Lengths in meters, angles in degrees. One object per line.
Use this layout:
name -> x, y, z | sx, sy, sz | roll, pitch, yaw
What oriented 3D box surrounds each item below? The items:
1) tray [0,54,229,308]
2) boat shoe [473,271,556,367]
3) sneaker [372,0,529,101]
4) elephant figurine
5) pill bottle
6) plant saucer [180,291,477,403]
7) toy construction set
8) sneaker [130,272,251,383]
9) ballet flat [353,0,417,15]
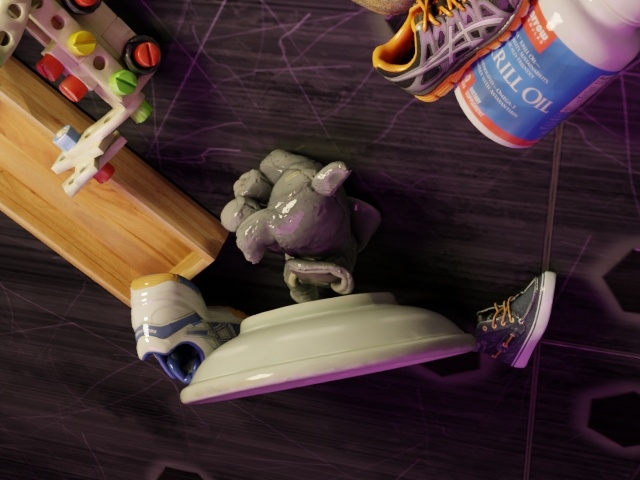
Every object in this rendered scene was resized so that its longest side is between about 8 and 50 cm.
tray -> -0.349, -0.076, 1.478 | 0.411, 0.076, 0.203 | 39, 134, -16
boat shoe -> 0.255, 0.103, 1.398 | 0.083, 0.065, 0.183 | 14, 137, 4
sneaker -> 0.136, -0.226, 1.066 | 0.083, 0.084, 0.215 | 14, 135, -30
elephant figurine -> 0.000, 0.000, 1.372 | 0.169, 0.186, 0.239 | -45, 125, -1
pill bottle -> 0.248, -0.203, 1.074 | 0.124, 0.124, 0.221 | 34, 134, -10
plant saucer -> 0.005, 0.138, 1.406 | 0.401, 0.400, 0.100 | -16, 80, 33
toy construction set -> -0.320, -0.199, 1.242 | 0.151, 0.215, 0.327 | 18, 156, 42
sneaker -> -0.182, 0.155, 1.522 | 0.112, 0.130, 0.296 | -16, 152, 26
ballet flat -> -0.041, -0.331, 1.089 | 0.349, 0.123, 0.123 | 24, 136, 0
